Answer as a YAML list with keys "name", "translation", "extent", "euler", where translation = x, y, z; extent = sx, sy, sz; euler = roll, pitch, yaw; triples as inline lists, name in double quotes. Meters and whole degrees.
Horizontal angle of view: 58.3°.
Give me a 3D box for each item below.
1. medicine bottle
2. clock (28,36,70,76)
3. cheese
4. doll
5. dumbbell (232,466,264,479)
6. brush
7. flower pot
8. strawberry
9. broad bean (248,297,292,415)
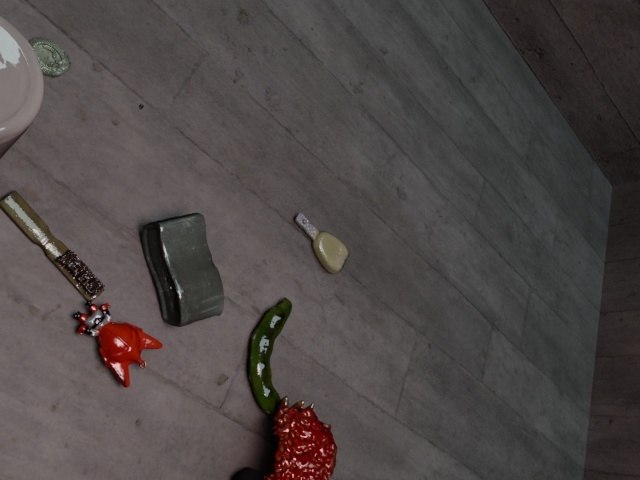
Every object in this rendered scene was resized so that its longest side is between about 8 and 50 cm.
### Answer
- name: "medicine bottle"
  translation: [-0.566, -0.191, 0.848]
  extent: [0.208, 0.339, 0.208]
  euler: [12, 72, -40]
- name: "clock"
  translation: [-0.541, -0.366, 1.141]
  extent: [0.083, 0.010, 0.074]
  euler: [46, 53, -23]
- name: "cheese"
  translation: [0.000, 0.000, 1.525]
  extent: [0.192, 0.037, 0.097]
  euler: [48, 51, -24]
- name: "doll"
  translation: [-0.395, 0.188, 1.104]
  extent: [0.169, 0.057, 0.109]
  euler: [53, 53, -22]
- name: "dumbbell"
  translation: [-0.191, 0.561, 1.170]
  extent: [0.191, 0.100, 0.100]
  euler: [-33, 102, -42]
- name: "brush"
  translation: [-0.496, 0.012, 1.072]
  extent: [0.248, 0.036, 0.043]
  euler: [55, 46, -18]
- name: "flower pot"
  translation: [-0.288, 0.061, 1.203]
  extent: [0.108, 0.103, 0.229]
  euler: [-15, 91, -43]
- name: "strawberry"
  translation: [-0.030, 0.509, 1.226]
  extent: [0.306, 0.137, 0.233]
  euler: [-89, 169, -50]
- name: "broad bean"
  translation: [-0.113, 0.283, 1.351]
  extent: [0.144, 0.049, 0.292]
  euler: [3, 80, -48]
